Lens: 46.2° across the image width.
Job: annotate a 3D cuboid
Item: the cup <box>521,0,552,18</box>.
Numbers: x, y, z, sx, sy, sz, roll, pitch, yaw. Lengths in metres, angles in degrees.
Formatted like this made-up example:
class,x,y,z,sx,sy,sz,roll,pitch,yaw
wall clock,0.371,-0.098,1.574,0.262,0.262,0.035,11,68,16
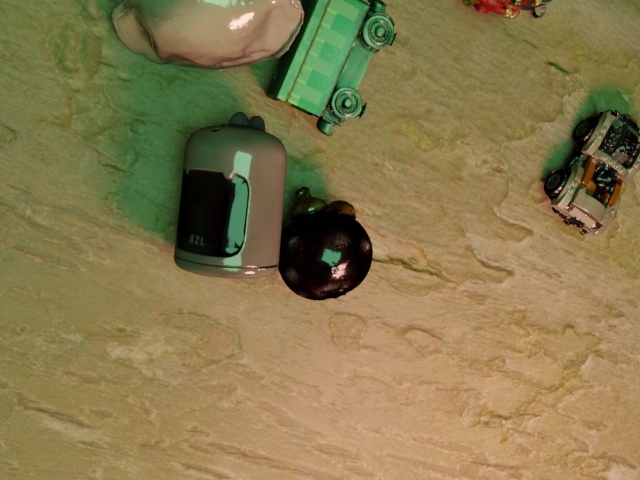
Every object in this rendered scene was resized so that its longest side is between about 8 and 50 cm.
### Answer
class,x,y,z,sx,sy,sz,roll,pitch,yaw
cup,0.489,-0.553,1.696,0.078,0.077,0.100,-25,107,-13

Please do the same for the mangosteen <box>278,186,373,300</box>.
class,x,y,z,sx,sy,sz,roll,pitch,yaw
mangosteen,0.000,0.000,1.576,0.211,0.211,0.250,-12,74,-17

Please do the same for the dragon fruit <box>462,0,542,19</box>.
class,x,y,z,sx,sy,sz,roll,pitch,yaw
dragon fruit,0.396,-0.554,1.613,0.166,0.172,0.160,-45,110,-6

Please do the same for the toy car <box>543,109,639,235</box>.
class,x,y,z,sx,sy,sz,roll,pitch,yaw
toy car,0.672,-0.171,1.812,0.193,0.118,0.301,32,87,-19

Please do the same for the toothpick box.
class,x,y,z,sx,sy,sz,roll,pitch,yaw
toothpick box,-0.167,-0.095,1.491,0.229,0.229,0.316,4,97,-20

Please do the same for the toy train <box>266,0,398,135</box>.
class,x,y,z,sx,sy,sz,roll,pitch,yaw
toy train,0.024,-0.376,1.547,0.202,0.120,0.301,22,92,-18

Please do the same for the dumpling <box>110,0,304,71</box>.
class,x,y,z,sx,sy,sz,roll,pitch,yaw
dumpling,-0.203,-0.407,1.400,0.341,0.181,0.260,-33,136,12
